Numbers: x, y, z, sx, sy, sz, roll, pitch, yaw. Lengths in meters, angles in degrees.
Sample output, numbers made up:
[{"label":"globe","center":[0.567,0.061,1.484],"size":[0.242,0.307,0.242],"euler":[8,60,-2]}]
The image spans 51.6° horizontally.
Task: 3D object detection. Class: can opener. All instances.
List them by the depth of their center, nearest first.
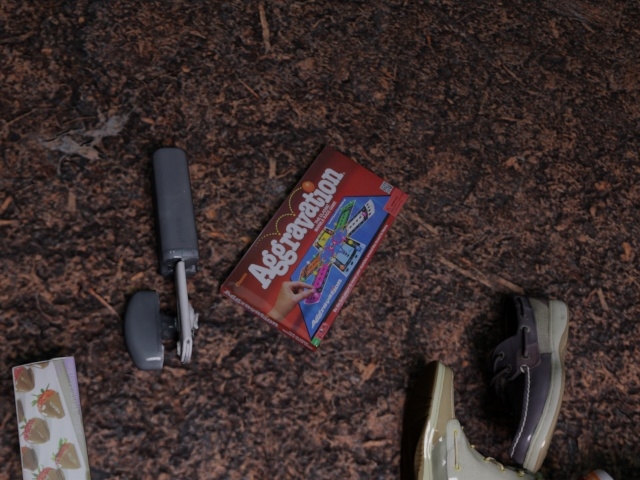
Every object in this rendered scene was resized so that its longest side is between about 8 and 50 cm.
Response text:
[{"label":"can opener","center":[-0.198,0.017,0.809],"size":[0.095,0.076,0.283],"euler":[-3,63,-19]}]

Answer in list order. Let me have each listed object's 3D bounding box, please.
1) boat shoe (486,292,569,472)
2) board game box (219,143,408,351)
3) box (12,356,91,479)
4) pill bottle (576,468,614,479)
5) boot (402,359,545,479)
[{"label":"boat shoe","center":[0.255,0.164,0.836],"size":[0.092,0.103,0.285],"euler":[16,38,13]},{"label":"board game box","center":[0.000,0.000,0.906],"size":[0.145,0.027,0.281],"euler":[32,59,3]},{"label":"box","center":[-0.255,0.280,0.658],"size":[0.063,0.067,0.324],"euler":[-8,65,-20]},{"label":"pill bottle","center":[0.258,0.316,0.702],"size":[0.152,0.086,0.086],"euler":[-32,73,3]},{"label":"boot","center":[0.186,0.261,0.793],"size":[0.165,0.077,0.213],"euler":[12,67,-9]}]
